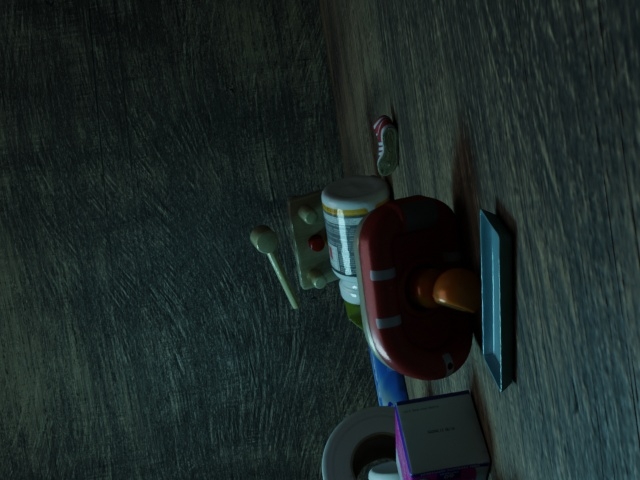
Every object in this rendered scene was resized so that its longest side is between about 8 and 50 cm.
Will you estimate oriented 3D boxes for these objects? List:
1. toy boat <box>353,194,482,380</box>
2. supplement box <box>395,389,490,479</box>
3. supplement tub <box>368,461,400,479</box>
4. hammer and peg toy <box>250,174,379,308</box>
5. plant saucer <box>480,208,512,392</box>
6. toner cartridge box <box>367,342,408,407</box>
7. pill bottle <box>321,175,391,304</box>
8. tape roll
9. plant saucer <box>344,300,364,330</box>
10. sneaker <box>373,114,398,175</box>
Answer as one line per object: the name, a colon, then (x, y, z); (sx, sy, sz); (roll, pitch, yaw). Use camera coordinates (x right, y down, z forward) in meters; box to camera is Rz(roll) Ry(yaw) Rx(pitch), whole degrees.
toy boat: (0.139, 0.062, 0.842); (0.151, 0.151, 0.231); (8, 109, 59)
supplement box: (0.176, 0.331, 1.019); (0.220, 0.111, 0.114); (81, 179, -51)
supplement tub: (0.205, 0.671, 1.718); (0.144, 0.144, 0.200); (88, 173, -85)
hammer and peg toy: (0.000, 0.000, 1.733); (0.127, 0.361, 0.266); (-137, 34, -58)
plant saucer: (0.186, 0.064, 0.717); (0.067, 0.018, 0.192); (-100, 0, -63)
toner cartridge box: (0.199, 0.414, 1.956); (0.165, 0.075, 0.348); (80, -179, -56)
pill bottle: (0.096, 0.001, 1.606); (0.162, 0.162, 0.278); (-100, 2, -64)
tape roll: (0.130, 0.482, 1.385); (0.169, 0.246, 0.246); (83, 178, -54)
plant saucer: (0.145, 0.197, 1.677); (0.188, 0.045, 0.188); (39, -170, -12)
sneaker: (0.128, -0.191, 1.350); (0.067, 0.042, 0.118); (-105, 13, -47)
